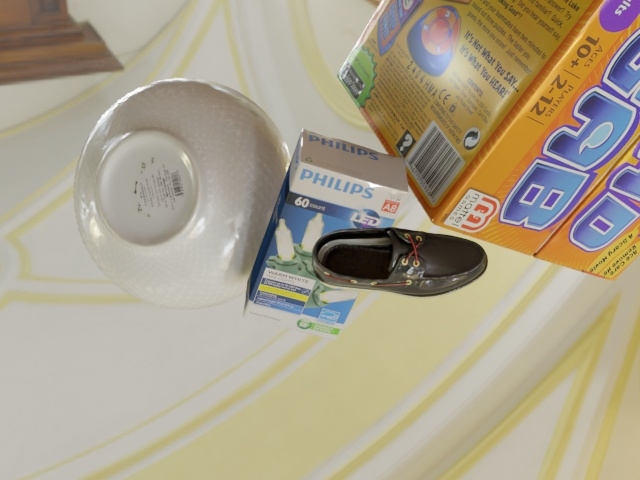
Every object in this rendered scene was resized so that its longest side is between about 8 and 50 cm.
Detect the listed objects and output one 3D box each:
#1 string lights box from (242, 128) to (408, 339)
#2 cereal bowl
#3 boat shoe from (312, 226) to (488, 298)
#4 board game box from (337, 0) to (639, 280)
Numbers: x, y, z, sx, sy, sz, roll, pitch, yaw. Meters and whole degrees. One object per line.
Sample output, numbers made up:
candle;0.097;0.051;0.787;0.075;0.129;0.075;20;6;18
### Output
string lights box;0.000;0.000;0.949;0.133;0.260;0.077;15;-141;-10
cereal bowl;-0.212;-0.068;1.074;0.338;0.339;0.141;19;-175;17
boat shoe;0.059;0.015;0.566;0.133;0.042;0.049;0;-110;6
board game box;0.304;-0.221;1.007;0.356;0.356;0.357;15;-147;-33
